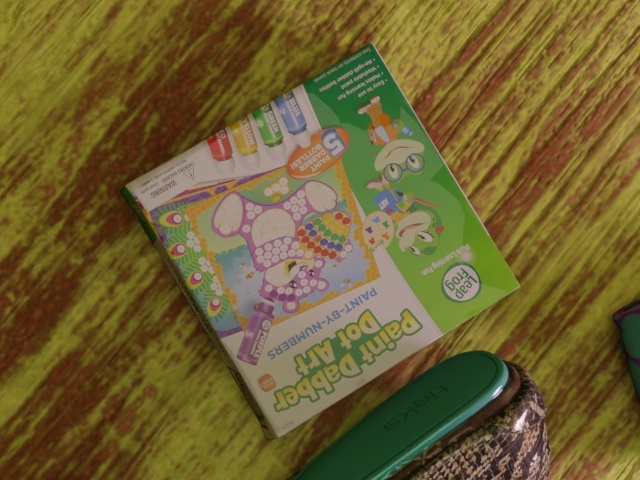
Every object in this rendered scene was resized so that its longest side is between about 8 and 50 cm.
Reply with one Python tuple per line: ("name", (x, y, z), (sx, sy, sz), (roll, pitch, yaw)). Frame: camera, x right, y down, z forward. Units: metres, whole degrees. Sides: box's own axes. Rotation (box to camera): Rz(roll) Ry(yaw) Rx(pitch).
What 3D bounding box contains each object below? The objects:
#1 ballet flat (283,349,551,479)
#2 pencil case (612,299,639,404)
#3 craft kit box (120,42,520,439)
("ballet flat", (-0.016, 0.263, 1.576), (0.483, 0.164, 0.182), (-26, 113, -15))
("pencil case", (0.305, 0.121, 1.690), (0.070, 0.064, 0.152), (-19, 87, 3))
("craft kit box", (0.000, 0.000, 1.652), (0.250, 0.061, 0.247), (-32, 93, -13))
